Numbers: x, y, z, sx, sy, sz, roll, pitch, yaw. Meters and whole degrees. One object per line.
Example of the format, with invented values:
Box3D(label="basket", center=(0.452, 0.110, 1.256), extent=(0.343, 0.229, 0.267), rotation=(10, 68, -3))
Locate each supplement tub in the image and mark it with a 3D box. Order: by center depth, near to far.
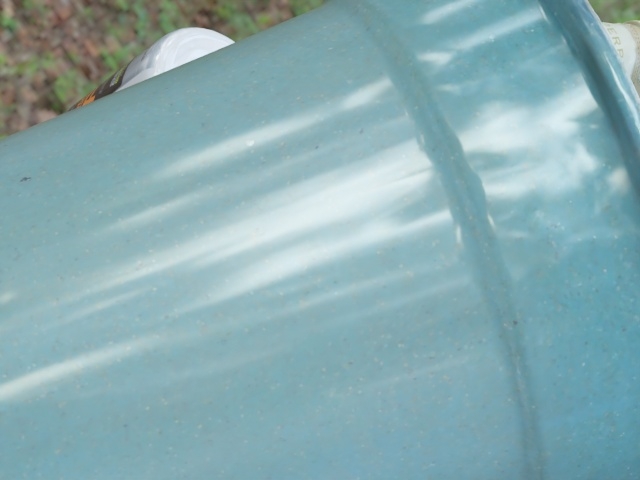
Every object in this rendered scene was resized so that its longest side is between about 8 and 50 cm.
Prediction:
Box3D(label="supplement tub", center=(-0.217, -0.120, 1.857), extent=(0.194, 0.316, 0.193), rotation=(20, 57, -35))

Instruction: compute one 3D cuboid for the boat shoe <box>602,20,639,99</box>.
Box3D(label="boat shoe", center=(0.166, -0.056, 1.072), extent=(0.285, 0.089, 0.104), rotation=(108, -34, -63))

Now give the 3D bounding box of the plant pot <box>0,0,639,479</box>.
Box3D(label="plant pot", center=(-0.025, 0.039, 0.774), extent=(0.341, 0.334, 0.341), rotation=(162, -90, -80))
